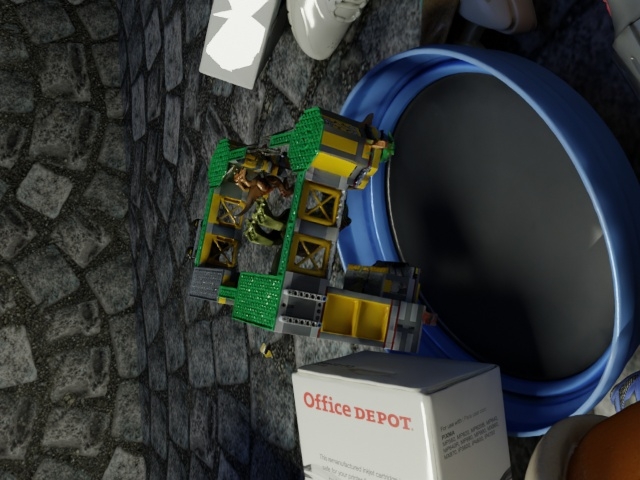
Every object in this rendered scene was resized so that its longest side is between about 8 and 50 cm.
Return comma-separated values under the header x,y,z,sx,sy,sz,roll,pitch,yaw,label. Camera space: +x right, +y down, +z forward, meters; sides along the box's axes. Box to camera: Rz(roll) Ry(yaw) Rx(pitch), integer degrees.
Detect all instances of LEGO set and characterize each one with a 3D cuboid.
x,y,z,sx,sy,sz,roll,pitch,yaw,label
0.000,0.000,0.725,0.331,0.192,0.255,-14,66,58,LEGO set

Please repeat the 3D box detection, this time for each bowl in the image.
x,y,z,sx,sy,sz,roll,pitch,yaw,label
0.148,0.000,0.672,0.391,0.077,0.392,37,137,45,bowl

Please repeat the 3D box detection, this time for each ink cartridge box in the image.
x,y,z,sx,sy,sz,roll,pitch,yaw,label
0.085,0.258,0.673,0.196,0.114,0.273,-4,94,50,ink cartridge box

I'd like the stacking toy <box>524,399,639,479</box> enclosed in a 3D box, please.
x,y,z,sx,sy,sz,roll,pitch,yaw,label
0.350,0.084,0.251,0.480,0.350,0.351,-54,42,22,stacking toy

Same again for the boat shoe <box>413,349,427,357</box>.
x,y,z,sx,sy,sz,roll,pitch,yaw,label
0.078,0.226,0.898,0.088,0.096,0.267,51,128,6,boat shoe

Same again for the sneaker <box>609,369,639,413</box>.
x,y,z,sx,sy,sz,roll,pitch,yaw,label
0.288,0.207,0.534,0.087,0.083,0.222,138,132,-71,sneaker

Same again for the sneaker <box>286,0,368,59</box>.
x,y,z,sx,sy,sz,roll,pitch,yaw,label
0.039,-0.384,0.946,0.129,0.110,0.297,59,141,34,sneaker

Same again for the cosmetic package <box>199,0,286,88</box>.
x,y,z,sx,sy,sz,roll,pitch,yaw,label
-0.075,-0.467,1.038,0.285,0.097,0.377,-81,10,-55,cosmetic package

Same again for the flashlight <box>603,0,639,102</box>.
x,y,z,sx,sy,sz,roll,pitch,yaw,label
0.236,-0.251,0.565,0.103,0.103,0.304,-44,64,53,flashlight

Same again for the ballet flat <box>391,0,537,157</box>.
x,y,z,sx,sy,sz,roll,pitch,yaw,label
0.160,-0.208,0.721,0.124,0.116,0.343,45,132,40,ballet flat
